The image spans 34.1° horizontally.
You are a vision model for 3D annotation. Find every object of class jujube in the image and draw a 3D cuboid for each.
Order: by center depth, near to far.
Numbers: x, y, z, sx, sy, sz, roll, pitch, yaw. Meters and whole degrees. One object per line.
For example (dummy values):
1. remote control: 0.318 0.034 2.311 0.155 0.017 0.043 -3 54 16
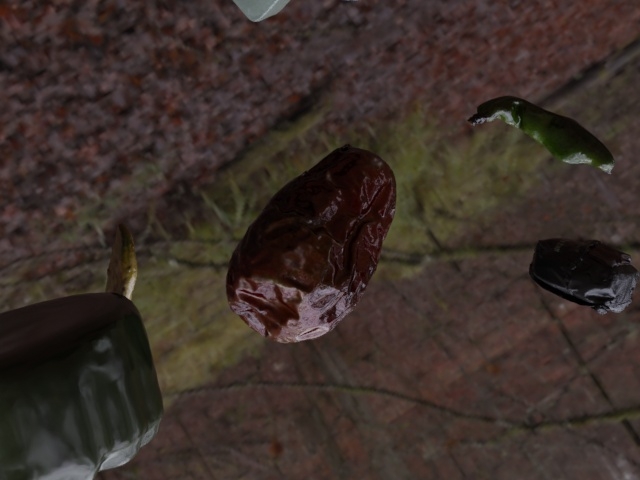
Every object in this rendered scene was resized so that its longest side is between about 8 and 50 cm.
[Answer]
1. jujube: 0.000 0.000 1.619 0.342 0.216 0.216 -57 -174 -32

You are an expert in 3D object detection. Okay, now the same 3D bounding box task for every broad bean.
1. broad bean: 0.291 -0.143 1.350 0.046 0.195 0.061 80 33 -67

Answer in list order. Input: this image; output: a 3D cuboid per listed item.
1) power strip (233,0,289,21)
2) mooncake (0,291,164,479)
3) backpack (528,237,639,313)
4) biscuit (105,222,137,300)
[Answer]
1. power strip: -0.176 -0.467 1.406 0.091 0.385 0.062 -40 -179 37
2. mooncake: -0.374 0.205 1.295 0.356 0.194 0.356 -16 -168 3
3. backpack: 0.422 0.047 1.678 0.120 0.165 0.106 -5 119 -56
4. biscuit: -0.329 0.068 1.711 0.029 0.118 0.247 1 148 -19
